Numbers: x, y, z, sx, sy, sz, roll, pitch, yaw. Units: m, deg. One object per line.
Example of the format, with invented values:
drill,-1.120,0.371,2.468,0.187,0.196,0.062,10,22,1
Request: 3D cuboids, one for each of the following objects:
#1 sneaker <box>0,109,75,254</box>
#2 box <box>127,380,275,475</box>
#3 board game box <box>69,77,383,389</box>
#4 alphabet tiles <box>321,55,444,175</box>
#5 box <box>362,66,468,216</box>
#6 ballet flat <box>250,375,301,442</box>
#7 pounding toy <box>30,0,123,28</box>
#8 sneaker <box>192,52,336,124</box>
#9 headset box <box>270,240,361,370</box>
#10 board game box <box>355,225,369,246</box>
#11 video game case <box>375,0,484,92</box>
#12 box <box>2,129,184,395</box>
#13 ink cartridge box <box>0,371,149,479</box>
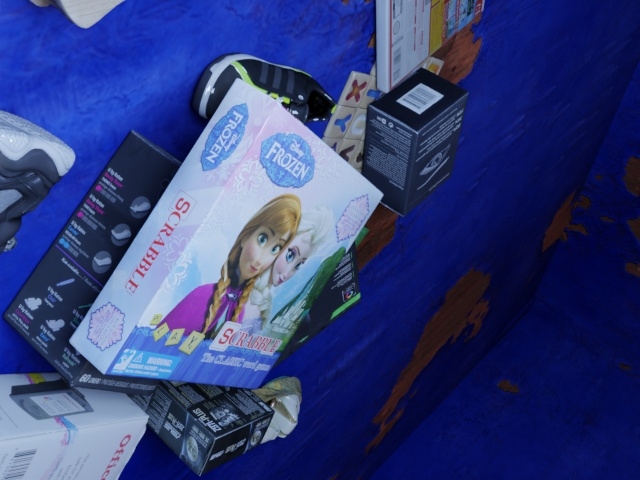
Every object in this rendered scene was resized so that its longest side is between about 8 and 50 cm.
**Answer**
sneaker,-0.339,-0.045,0.635,0.153,0.101,0.268,-62,156,9
box,-0.190,0.266,1.177,0.147,0.180,0.078,-9,129,-57
board game box,-0.084,0.020,0.864,0.318,0.066,0.318,-58,153,2
alphabet tiles,0.110,-0.204,1.326,0.342,0.011,0.285,-8,128,-57
box,0.164,-0.173,1.317,0.153,0.108,0.207,-39,151,-31
ballet flat,-0.111,0.352,1.494,0.123,0.123,0.348,-60,154,10
pounding toy,-0.159,-0.253,0.636,0.269,0.154,0.154,-9,125,-56
sneaker,-0.058,-0.186,0.957,0.234,0.097,0.084,-19,136,-51
headset box,-0.074,0.061,1.149,0.246,0.131,0.283,-35,148,-19
board game box,0.000,0.000,1.354,0.136,0.030,0.259,-55,155,3
video game case,0.186,-0.394,1.198,0.285,0.025,0.204,-43,150,-26
box,-0.216,0.034,0.898,0.270,0.143,0.165,-56,155,0
ink cartridge box,-0.394,0.286,0.910,0.226,0.131,0.306,-59,156,7
